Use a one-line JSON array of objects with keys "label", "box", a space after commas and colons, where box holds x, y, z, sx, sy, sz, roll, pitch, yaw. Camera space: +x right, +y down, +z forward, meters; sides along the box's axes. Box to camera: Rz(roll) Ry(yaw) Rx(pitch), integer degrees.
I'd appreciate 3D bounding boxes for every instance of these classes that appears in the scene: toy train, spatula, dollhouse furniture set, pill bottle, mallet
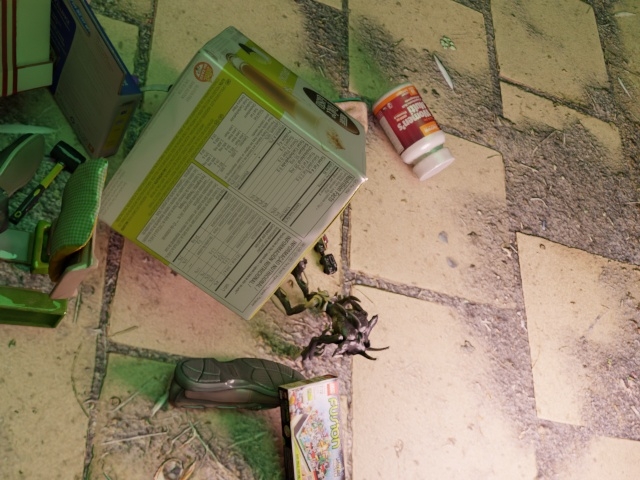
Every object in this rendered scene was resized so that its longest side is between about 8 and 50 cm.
[{"label": "toy train", "box": [0.000, 0.000, 1.676, 0.036, 0.027, 0.158, -12, 73, -38]}, {"label": "spatula", "box": [-0.329, -0.306, 1.573, 0.296, 0.030, 0.084, 11, 52, 8]}, {"label": "dollhouse furniture set", "box": [-0.459, 0.000, 1.232, 0.151, 0.301, 0.198, 11, 62, -27]}, {"label": "pill bottle", "box": [0.228, -0.265, 1.886, 0.121, 0.121, 0.221, -25, 80, -37]}, {"label": "mallet", "box": [-0.503, -0.100, 1.430, 0.062, 0.039, 0.190, 31, 59, -16]}]

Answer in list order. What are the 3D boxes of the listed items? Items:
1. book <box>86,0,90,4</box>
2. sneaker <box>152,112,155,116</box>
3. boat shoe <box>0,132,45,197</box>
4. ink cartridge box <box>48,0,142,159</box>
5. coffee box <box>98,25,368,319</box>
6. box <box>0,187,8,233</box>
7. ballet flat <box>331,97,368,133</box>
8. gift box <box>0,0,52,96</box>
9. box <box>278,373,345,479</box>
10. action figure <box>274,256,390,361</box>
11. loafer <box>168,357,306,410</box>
[{"label": "book", "box": [-0.563, -0.546, 1.620, 0.144, 0.035, 0.096, 0, 63, -31]}, {"label": "sneaker", "box": [-0.203, -0.241, 1.633, 0.281, 0.106, 0.163, 28, 52, -15]}, {"label": "boat shoe", "box": [-0.571, -0.115, 1.364, 0.068, 0.081, 0.228, 15, 52, 11]}, {"label": "ink cartridge box", "box": [-0.439, -0.348, 1.417, 0.072, 0.307, 0.304, -26, 81, -37]}, {"label": "coffee box", "box": [-0.142, -0.132, 1.386, 0.334, 0.338, 0.338, 36, 20, -11]}, {"label": "box", "box": [-0.732, -0.076, 1.163, 0.395, 0.097, 0.318, 37, 45, 12]}, {"label": "ballet flat", "box": [-0.012, -0.268, 1.762, 0.316, 0.107, 0.106, -9, 85, -33]}, {"label": "gift box", "box": [-0.624, -0.371, 1.310, 0.276, 0.258, 0.255, 21, 27, 23]}, {"label": "box", "box": [-0.014, 0.360, 1.425, 0.114, 0.036, 0.207, -8, 96, -33]}, {"label": "action figure", "box": [0.005, 0.156, 1.533, 0.275, 0.141, 0.164, 42, 49, 14]}, {"label": "loafer", "box": [-0.153, 0.272, 1.429, 0.267, 0.084, 0.096, 11, 30, -30]}]
